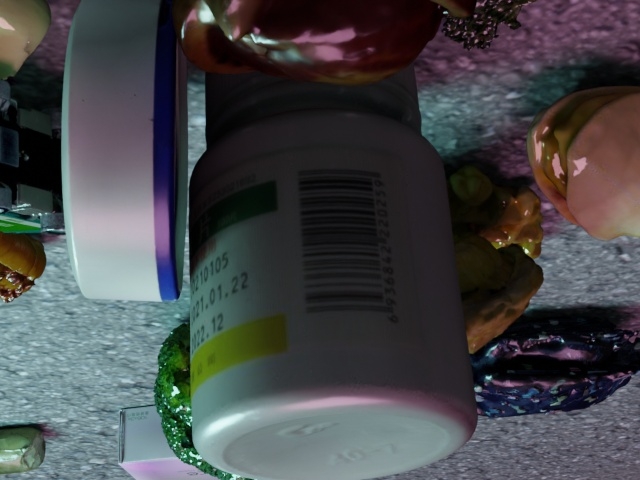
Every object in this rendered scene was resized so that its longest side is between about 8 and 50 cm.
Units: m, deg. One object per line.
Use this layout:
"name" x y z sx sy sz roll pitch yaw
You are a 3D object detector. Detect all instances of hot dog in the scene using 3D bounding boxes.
"hot dog" -0.345 0.008 1.092 0.102 0.076 0.249 -6 161 8

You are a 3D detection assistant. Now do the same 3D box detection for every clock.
"clock" -0.141 -0.070 0.844 0.083 0.230 0.230 2 152 -6

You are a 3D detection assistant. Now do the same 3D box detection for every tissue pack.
"tissue pack" -0.176 0.311 1.733 0.246 0.093 0.148 -7 152 7

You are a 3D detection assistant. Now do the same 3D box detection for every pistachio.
"pistachio" 0.269 -0.078 1.025 0.200 0.117 0.145 31 99 -38

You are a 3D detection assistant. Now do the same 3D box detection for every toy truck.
"toy truck" -0.255 -0.058 0.938 0.124 0.114 0.253 -6 172 20

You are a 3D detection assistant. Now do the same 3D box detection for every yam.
"yam" -0.619 0.338 1.748 0.371 0.083 0.083 -4 153 2

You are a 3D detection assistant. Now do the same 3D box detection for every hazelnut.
"hazelnut" -0.001 -0.169 0.748 0.170 0.161 0.201 17 141 -37

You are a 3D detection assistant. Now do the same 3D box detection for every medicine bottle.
"medicine bottle" 0.000 0.000 0.878 0.208 0.340 0.208 -4 153 -2

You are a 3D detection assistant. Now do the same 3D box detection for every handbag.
"handbag" 0.300 0.168 1.504 0.260 0.113 0.162 -3 159 -6

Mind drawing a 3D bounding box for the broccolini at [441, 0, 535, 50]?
"broccolini" 0.171 -0.204 0.814 0.201 0.058 0.074 -21 155 32

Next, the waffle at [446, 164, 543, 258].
"waffle" 0.115 -0.002 1.205 0.249 0.056 0.253 -10 153 12

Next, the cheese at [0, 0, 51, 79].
"cheese" -0.332 -0.177 0.808 0.255 0.050 0.127 16 148 -31

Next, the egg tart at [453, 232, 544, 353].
"egg tart" 0.074 0.053 1.058 0.278 0.095 0.279 -20 -170 4

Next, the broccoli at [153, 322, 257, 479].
"broccoli" -0.071 0.175 1.392 0.254 0.269 0.269 45 136 -10
